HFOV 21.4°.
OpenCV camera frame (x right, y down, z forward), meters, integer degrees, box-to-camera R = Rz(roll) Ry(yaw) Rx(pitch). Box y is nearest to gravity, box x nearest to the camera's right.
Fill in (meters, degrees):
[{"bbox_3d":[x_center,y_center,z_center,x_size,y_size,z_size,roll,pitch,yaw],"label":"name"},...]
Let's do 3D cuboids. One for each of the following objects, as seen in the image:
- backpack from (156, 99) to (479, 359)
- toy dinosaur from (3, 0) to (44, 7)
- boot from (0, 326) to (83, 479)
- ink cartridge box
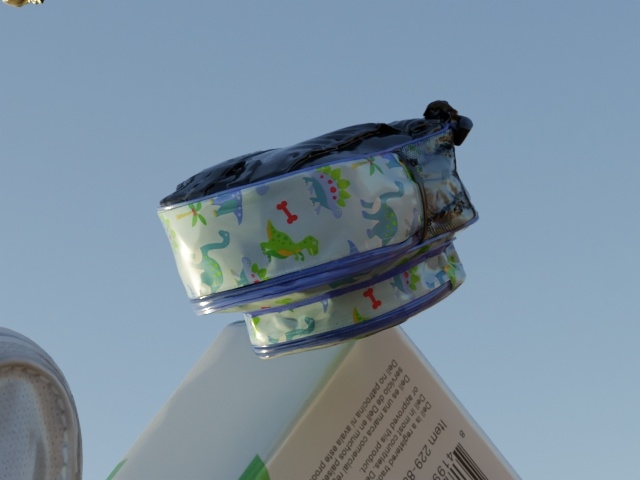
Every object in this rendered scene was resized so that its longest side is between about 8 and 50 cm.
[{"bbox_3d":[0.000,0.000,0.675,0.105,0.084,0.114,-15,1,35],"label":"backpack"},{"bbox_3d":[-0.225,-0.252,1.240,0.064,0.118,0.268,-51,6,-16],"label":"toy dinosaur"},{"bbox_3d":[-0.096,0.127,0.467,0.095,0.258,0.123,36,-39,-31],"label":"boot"},{"bbox_3d":[0.021,0.205,0.780,0.121,0.289,0.211,-12,33,50],"label":"ink cartridge box"}]
